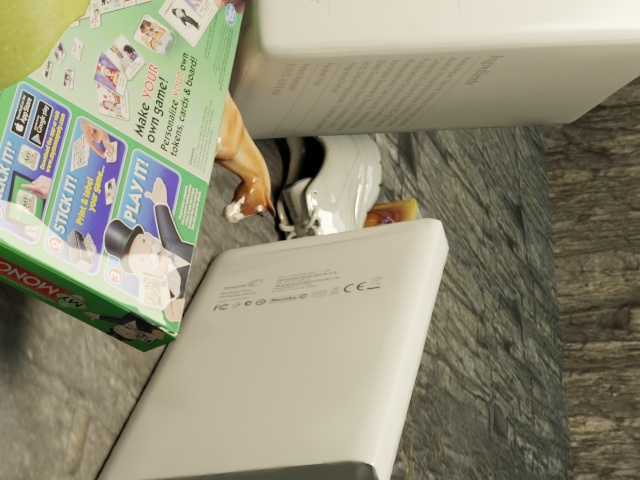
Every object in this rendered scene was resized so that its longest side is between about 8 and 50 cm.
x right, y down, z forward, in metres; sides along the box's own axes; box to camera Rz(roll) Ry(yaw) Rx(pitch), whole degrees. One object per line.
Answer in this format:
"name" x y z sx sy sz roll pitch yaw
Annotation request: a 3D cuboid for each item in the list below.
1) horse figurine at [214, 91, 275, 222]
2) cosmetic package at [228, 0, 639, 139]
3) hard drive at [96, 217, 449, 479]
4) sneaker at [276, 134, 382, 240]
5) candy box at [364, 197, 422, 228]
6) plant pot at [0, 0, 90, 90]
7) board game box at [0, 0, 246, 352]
"horse figurine" -0.126 -0.132 1.166 0.174 0.066 0.263 -18 84 -52
"cosmetic package" 0.095 -0.292 1.347 0.327 0.393 0.330 137 -51 -76
"hard drive" -0.028 0.102 1.222 0.353 0.233 0.047 -67 144 -57
"sneaker" 0.000 0.000 1.596 0.129 0.111 0.297 24 55 -50
"candy box" 0.061 0.037 1.703 0.053 0.109 0.187 64 25 -43
"plant pot" -0.239 -0.217 0.761 0.254 0.276 0.276 78 15 -49
"board game box" -0.168 -0.105 1.028 0.213 0.046 0.317 31 52 -31
